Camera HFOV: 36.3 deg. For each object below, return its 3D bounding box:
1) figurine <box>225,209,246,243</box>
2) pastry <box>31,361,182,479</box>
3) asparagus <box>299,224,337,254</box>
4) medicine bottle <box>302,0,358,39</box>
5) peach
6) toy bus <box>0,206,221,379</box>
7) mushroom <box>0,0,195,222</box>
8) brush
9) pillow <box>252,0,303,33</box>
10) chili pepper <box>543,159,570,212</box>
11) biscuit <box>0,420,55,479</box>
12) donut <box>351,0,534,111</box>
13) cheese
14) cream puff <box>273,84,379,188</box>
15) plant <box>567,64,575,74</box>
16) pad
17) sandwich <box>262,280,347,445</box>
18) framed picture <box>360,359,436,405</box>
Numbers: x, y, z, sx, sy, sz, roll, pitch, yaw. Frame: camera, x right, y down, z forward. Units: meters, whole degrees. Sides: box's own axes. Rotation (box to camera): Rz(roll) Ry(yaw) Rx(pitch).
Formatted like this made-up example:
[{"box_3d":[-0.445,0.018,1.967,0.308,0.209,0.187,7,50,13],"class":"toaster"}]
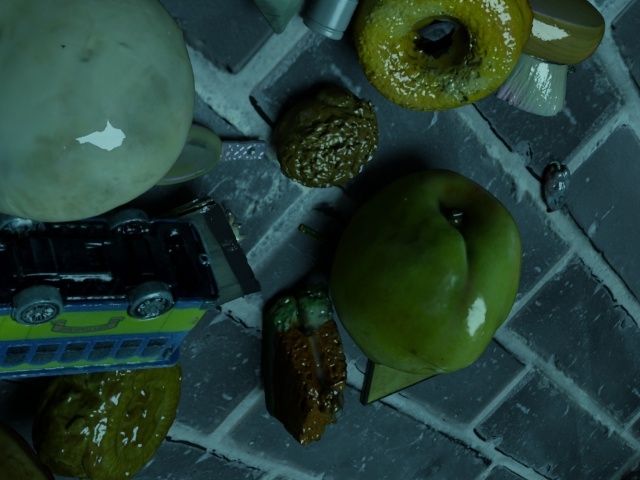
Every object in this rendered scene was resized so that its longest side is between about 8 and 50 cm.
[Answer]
[{"box_3d":[-0.156,-0.009,1.446,0.083,0.047,0.050,-35,126,1],"class":"figurine"},{"box_3d":[-0.316,0.238,1.428,0.240,0.132,0.235,-51,151,-42],"class":"pastry"},{"box_3d":[0.000,0.000,1.604,0.114,0.014,0.015,32,80,-50],"class":"asparagus"},{"box_3d":[0.020,-0.319,1.295,0.058,0.058,0.091,3,123,-42],"class":"medicine bottle"},{"box_3d":[0.163,0.052,1.577,0.282,0.314,0.315,22,142,-14],"class":"peach"},{"box_3d":[-0.306,0.067,1.246,0.312,0.152,0.190,0,143,-34],"class":"toy bus"},{"box_3d":[-0.280,-0.144,1.069,0.314,0.314,0.336,-37,167,-7],"class":"mushroom"},{"box_3d":[0.284,-0.302,1.464,0.267,0.174,0.166,4,132,-33],"class":"brush"},{"box_3d":[-0.028,-0.425,1.109,0.312,0.119,0.310,-47,145,5],"class":"pillow"},{"box_3d":[0.455,-0.099,1.883,0.050,0.041,0.153,3,137,11],"class":"chili pepper"},{"box_3d":[-0.387,0.368,1.353,0.070,0.350,0.394,-41,149,-26],"class":"biscuit"},{"box_3d":[0.162,-0.289,1.331,0.254,0.118,0.253,2,132,2],"class":"donut"},{"box_3d":[-0.156,-0.123,1.342,0.192,0.037,0.097,-7,131,-37],"class":"cheese"},{"box_3d":[0.015,-0.142,1.407,0.165,0.115,0.150,-45,145,0],"class":"cream puff"},{"box_3d":[0.416,-0.309,1.653,0.051,0.051,0.102,-49,152,7],"class":"plant"},{"box_3d":[-0.197,0.037,1.425,0.174,0.022,0.233,-19,140,1],"class":"pad"},{"box_3d":[-0.027,0.234,1.662,0.109,0.212,0.292,-9,146,-16],"class":"sandwich"},{"box_3d":[0.207,0.170,1.936,0.255,0.014,0.338,-17,134,-29],"class":"framed picture"}]
